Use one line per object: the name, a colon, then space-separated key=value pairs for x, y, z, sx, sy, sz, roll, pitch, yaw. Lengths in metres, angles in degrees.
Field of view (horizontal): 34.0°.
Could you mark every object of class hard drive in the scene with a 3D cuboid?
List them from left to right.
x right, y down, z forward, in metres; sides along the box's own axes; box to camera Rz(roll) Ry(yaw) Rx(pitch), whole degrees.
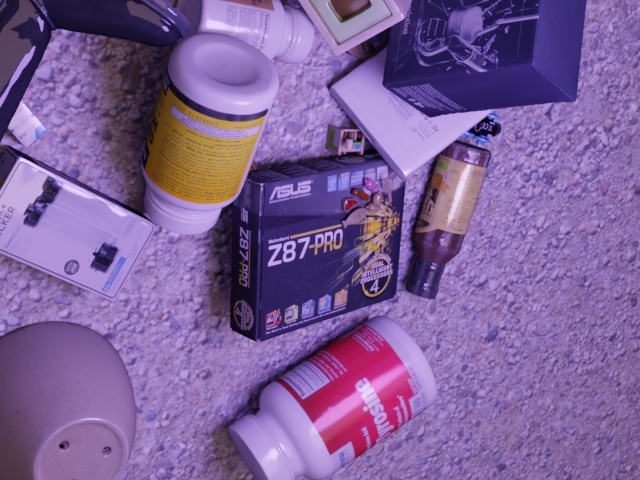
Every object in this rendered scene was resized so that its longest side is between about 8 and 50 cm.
hard drive: x=0.226 y=-0.313 z=2.089 sx=0.353 sy=0.047 sz=0.233 roll=-38 pitch=85 yaw=-13

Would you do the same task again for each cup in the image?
cup: x=-0.464 y=0.340 z=1.882 sx=0.331 sy=0.237 sz=0.330 roll=-11 pitch=113 yaw=-28

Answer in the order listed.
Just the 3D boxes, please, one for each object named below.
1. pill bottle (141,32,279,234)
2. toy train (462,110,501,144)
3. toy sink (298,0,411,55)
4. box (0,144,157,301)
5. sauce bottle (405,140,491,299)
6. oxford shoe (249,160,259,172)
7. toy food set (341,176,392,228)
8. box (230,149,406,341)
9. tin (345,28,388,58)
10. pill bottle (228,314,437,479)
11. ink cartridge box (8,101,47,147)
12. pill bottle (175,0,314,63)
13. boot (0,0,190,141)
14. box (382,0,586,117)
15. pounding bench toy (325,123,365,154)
pill bottle: x=-0.204 y=-0.174 z=1.814 sx=0.188 sy=0.188 sz=0.333 roll=-5 pitch=138 yaw=-30
toy train: x=0.293 y=-0.259 z=2.190 sx=0.184 sy=0.105 sz=0.080 roll=12 pitch=105 yaw=-34
toy sink: x=0.035 y=-0.475 z=1.866 sx=0.153 sy=0.131 sz=0.234 roll=-24 pitch=113 yaw=26
box: x=-0.455 y=-0.025 z=1.836 sx=0.290 sy=0.087 sz=0.169 roll=30 pitch=91 yaw=-36
sauce bottle: x=0.267 y=-0.043 z=2.255 sx=0.111 sy=0.111 sz=0.344 roll=11 pitch=101 yaw=-34
oxford shoe: x=-0.162 y=-0.134 z=1.984 sx=0.076 sy=0.076 sz=0.212 roll=-36 pitch=124 yaw=-8
toy food set: x=0.084 y=-0.081 z=2.046 sx=0.122 sy=0.019 sz=0.077 roll=-25 pitch=121 yaw=-27
box: x=0.000 y=0.000 z=2.076 sx=0.395 sy=0.097 sz=0.318 roll=-13 pitch=113 yaw=-41
tin: x=0.063 y=-0.442 z=2.023 sx=0.106 sy=0.040 sz=0.189 roll=-36 pitch=123 yaw=-19
pill bottle: x=0.023 y=0.351 z=2.189 sx=0.408 sy=0.229 sz=0.229 roll=-32 pitch=122 yaw=-17
ink cartridge box: x=-0.509 y=-0.204 z=1.769 sx=0.048 sy=0.028 sz=0.083 roll=-43 pitch=125 yaw=-10
pill bottle: x=-0.134 y=-0.382 z=1.866 sx=0.229 sy=0.131 sz=0.131 roll=4 pitch=106 yaw=-33
boot: x=-0.471 y=-0.259 z=1.664 sx=0.367 sy=0.146 sz=0.445 roll=30 pitch=87 yaw=-11
box: x=0.308 y=-0.426 z=1.925 sx=0.179 sy=0.313 sz=0.343 roll=24 pitch=69 yaw=-50
pounding bench toy: x=0.061 y=-0.197 z=2.086 sx=0.065 sy=0.083 sz=0.052 roll=-3 pitch=110 yaw=-30
